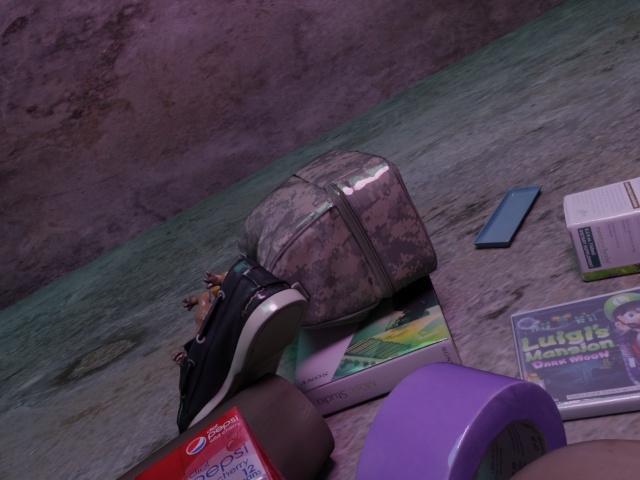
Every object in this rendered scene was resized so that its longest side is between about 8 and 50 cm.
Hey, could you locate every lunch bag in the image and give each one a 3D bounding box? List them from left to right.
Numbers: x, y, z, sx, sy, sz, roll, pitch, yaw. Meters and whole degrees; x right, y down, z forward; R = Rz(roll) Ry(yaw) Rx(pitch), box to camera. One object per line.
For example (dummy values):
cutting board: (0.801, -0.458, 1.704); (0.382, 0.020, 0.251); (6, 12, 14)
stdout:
lunch bag: (0.000, 0.000, 0.815); (0.256, 0.213, 0.305); (-30, 20, -7)

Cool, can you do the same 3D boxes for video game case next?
video game case: (0.323, 0.122, 0.570); (0.190, 0.022, 0.173); (-18, 23, 23)

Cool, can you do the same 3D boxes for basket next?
basket: (-0.105, 0.273, 0.572); (0.204, 0.154, 0.227); (14, 41, 44)

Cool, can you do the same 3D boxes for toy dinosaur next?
toy dinosaur: (-0.152, 0.136, 0.926); (0.200, 0.127, 0.296); (0, 44, 49)

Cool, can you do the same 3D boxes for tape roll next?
tape roll: (0.120, 0.201, 0.407); (0.189, 0.189, 0.080); (-42, 25, -32)

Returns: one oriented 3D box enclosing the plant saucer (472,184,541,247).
plant saucer: (0.348, -0.045, 0.921); (0.067, 0.018, 0.192); (-4, 32, 45)

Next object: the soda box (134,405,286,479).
soda box: (-0.022, 0.253, 0.354); (0.083, 0.263, 0.092); (-32, 22, -14)

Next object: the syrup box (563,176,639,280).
syrup box: (0.458, -0.031, 0.655); (0.236, 0.093, 0.096); (-15, 25, 29)

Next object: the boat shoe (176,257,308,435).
boat shoe: (-0.133, 0.160, 0.674); (0.127, 0.113, 0.340); (-19, -34, -43)

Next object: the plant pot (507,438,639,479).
plant pot: (0.131, 0.241, 0.201); (0.323, 0.323, 0.280); (-9, 12, 38)

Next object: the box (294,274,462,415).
box: (0.077, 0.124, 0.809); (0.232, 0.058, 0.322); (-24, 23, 11)

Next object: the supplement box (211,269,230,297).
supplement box: (-0.120, 0.090, 1.091); (0.233, 0.078, 0.080); (-17, 27, 27)
